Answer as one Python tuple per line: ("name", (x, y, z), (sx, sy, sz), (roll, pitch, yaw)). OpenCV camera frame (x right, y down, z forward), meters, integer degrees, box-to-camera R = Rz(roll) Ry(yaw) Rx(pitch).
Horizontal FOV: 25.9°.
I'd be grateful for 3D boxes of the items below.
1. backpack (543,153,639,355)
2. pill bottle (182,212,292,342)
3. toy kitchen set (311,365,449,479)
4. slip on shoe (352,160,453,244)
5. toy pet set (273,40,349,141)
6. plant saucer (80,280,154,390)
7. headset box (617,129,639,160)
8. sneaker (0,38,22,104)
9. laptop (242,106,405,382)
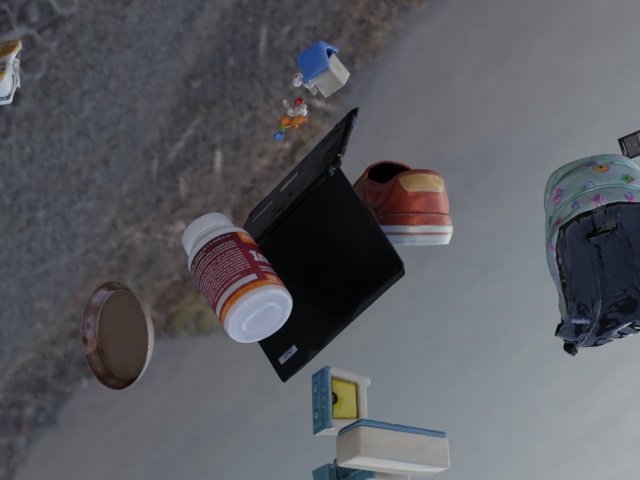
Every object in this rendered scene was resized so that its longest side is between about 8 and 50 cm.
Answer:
("backpack", (0.279, 0.009, 1.347), (0.152, 0.115, 0.182), (-19, 128, 7))
("pill bottle", (-0.102, 0.039, 1.624), (0.086, 0.152, 0.086), (-22, 142, -18))
("toy kitchen set", (0.043, 0.209, 1.656), (0.122, 0.166, 0.207), (12, 152, -27))
("slip on shoe", (0.090, -0.054, 1.813), (0.123, 0.331, 0.101), (0, 94, -14))
("toy pet set", (-0.025, -0.209, 1.853), (0.114, 0.065, 0.122), (-32, -162, 28))
("plant saucer", (-0.306, 0.144, 2.125), (0.029, 0.168, 0.168), (-3, 136, -47))
("headset box", (0.410, -0.124, 1.670), (0.083, 0.032, 0.062), (-25, 169, 40))
("sneaker", (-0.296, -0.157, 1.303), (0.032, 0.083, 0.037), (-8, 127, 10))
("laptop", (0.000, 0.000, 1.743), (0.234, 0.136, 0.264), (-44, -166, 28))
